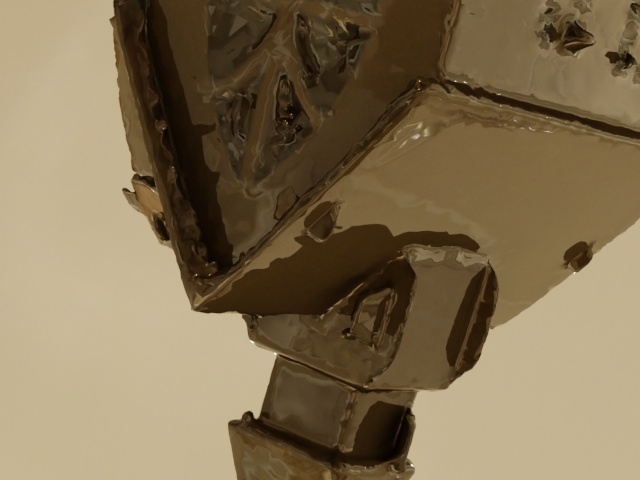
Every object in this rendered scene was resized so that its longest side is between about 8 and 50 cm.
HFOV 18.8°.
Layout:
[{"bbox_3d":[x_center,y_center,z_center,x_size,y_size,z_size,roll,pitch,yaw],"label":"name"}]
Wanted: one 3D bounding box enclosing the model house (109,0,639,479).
[{"bbox_3d":[0.000,0.000,0.627,0.176,0.181,0.248,18,-85,35],"label":"model house"}]
